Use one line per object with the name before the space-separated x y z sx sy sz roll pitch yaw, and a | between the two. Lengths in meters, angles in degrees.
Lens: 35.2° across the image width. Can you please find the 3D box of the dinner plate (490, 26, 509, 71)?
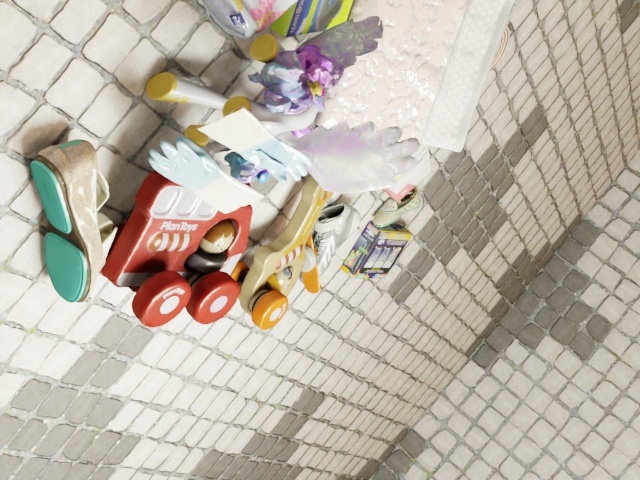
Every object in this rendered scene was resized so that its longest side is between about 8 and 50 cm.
dinner plate | 0.384 -0.433 2.318 0.141 0.017 0.141 -38 152 -24

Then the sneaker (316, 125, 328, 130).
sneaker | 0.052 -0.200 2.040 0.237 0.085 0.086 61 44 -59

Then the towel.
towel | 0.177 -0.336 1.857 0.316 0.053 0.332 9 112 -26

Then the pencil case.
pencil case | -0.059 -0.423 1.519 0.273 0.113 0.124 -42 132 -16

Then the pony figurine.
pony figurine | -0.052 -0.215 1.653 0.350 0.303 0.363 -17 165 20

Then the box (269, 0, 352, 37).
box | -0.013 -0.404 1.696 0.178 0.042 0.109 -23 142 -45

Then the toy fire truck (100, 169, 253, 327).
toy fire truck | -0.224 -0.002 1.716 0.302 0.169 0.254 2 127 -54

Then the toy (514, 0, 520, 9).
toy | 0.431 -0.599 2.132 0.237 0.056 0.137 -51 151 -10

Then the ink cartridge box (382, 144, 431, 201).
ink cartridge box | 0.181 -0.188 2.258 0.115 0.067 0.198 -44 153 -13

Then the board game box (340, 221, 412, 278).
board game box | 0.139 0.026 2.494 0.170 0.048 0.141 4 119 -59

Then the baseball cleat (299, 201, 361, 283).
baseball cleat | 0.000 0.000 2.237 0.206 0.072 0.109 -54 138 3

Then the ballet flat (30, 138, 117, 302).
ballet flat | -0.367 -0.028 1.560 0.106 0.107 0.316 -41 155 -35

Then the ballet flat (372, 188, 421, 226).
ballet flat | 0.180 -0.083 2.428 0.168 0.057 0.052 -29 119 -44

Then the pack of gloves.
pack of gloves | -0.136 -0.132 1.548 0.195 0.046 0.232 -22 150 23

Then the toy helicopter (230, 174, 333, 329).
toy helicopter | -0.049 0.008 2.078 0.235 0.140 0.355 -4 125 -59
